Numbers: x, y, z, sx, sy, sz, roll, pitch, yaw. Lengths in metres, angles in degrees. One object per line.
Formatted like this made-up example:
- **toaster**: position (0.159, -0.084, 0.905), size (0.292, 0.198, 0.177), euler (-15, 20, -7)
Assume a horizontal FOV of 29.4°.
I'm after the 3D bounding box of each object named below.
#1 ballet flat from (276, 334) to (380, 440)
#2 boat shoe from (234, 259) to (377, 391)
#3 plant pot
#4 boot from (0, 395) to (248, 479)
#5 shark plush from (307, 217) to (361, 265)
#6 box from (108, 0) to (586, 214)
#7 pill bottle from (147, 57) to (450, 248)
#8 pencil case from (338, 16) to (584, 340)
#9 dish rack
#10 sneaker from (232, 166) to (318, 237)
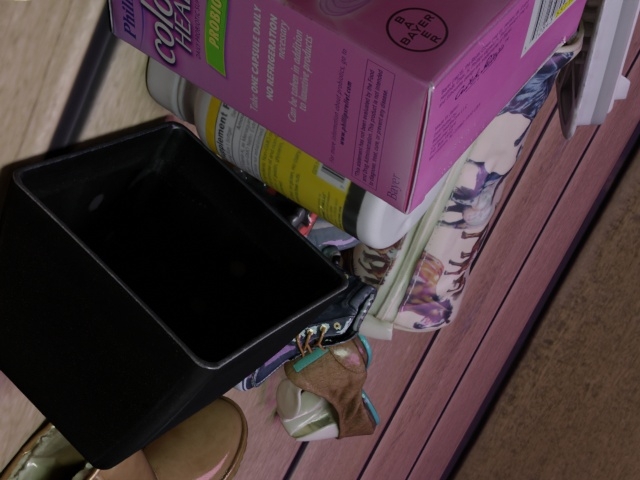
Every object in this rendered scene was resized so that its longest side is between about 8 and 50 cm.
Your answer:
- **ballet flat**: position (0.003, 0.194, 1.541), size (0.124, 0.116, 0.342), euler (-33, 161, -10)
- **boat shoe**: position (-0.016, 0.098, 1.308), size (0.183, 0.083, 0.065), euler (-53, 158, -25)
- **plant pot**: position (-0.128, 0.051, 0.877), size (0.167, 0.187, 0.188), euler (-55, 166, 30)
- **boot**: position (-0.170, 0.207, 1.144), size (0.236, 0.089, 0.269), euler (-52, 159, -18)
- **shark plush**: position (0.000, 0.000, 1.274), size (0.161, 0.067, 0.073), euler (-28, 145, -56)
- **box**: position (0.023, -0.174, 0.782), size (0.213, 0.243, 0.117), euler (-46, 158, -31)
- **pill bottle**: position (-0.013, -0.093, 0.870), size (0.119, 0.208, 0.119), euler (-48, 159, -26)
- **pencil case**: position (0.141, -0.084, 1.351), size (0.183, 0.160, 0.410), euler (-43, 158, -58)
- **dish rack**: position (0.312, -0.303, 1.352), size (0.333, 0.072, 0.286), euler (85, 6, -60)
- **sneaker**: position (-0.089, 0.041, 1.068), size (0.276, 0.097, 0.135), euler (-52, 160, -11)
